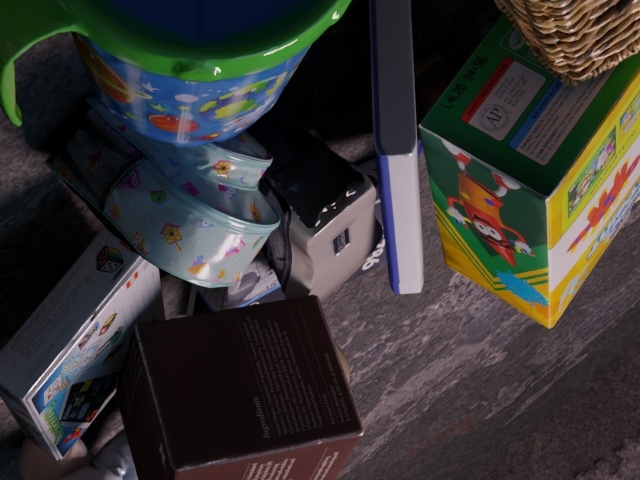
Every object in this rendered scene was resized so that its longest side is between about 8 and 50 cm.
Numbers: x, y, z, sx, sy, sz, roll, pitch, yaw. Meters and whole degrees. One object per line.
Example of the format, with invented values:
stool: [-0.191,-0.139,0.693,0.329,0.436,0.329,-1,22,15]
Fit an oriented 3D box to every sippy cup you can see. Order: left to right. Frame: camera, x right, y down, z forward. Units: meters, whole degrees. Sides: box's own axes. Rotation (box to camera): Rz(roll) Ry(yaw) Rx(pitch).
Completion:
sippy cup: [-0.096,-0.187,1.172,0.306,0.240,0.224,6,159,-5]

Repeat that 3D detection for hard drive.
hard drive: [0.080,-0.104,1.593,0.040,0.210,0.318,-3,155,4]

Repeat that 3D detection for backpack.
backpack: [-0.125,-0.051,1.391,0.144,0.188,0.166,-47,155,18]

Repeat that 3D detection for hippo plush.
hippo plush: [-0.181,0.276,1.847,0.236,0.234,0.294,-40,156,6]

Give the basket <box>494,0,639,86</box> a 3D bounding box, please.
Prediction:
basket: [0.272,-0.329,1.424,0.299,0.213,0.223,-36,152,3]

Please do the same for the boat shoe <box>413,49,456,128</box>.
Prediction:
boat shoe: [0.139,-0.150,1.758,0.064,0.060,0.178,-38,157,-3]

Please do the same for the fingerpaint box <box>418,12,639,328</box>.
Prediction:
fingerpaint box: [0.303,-0.175,1.683,0.444,0.163,0.371,-53,160,-13]

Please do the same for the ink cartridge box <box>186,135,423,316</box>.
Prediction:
ink cartridge box: [0.000,0.000,1.829,0.333,0.065,0.165,-28,154,-26]

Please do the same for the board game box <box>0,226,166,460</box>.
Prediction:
board game box: [-0.235,0.106,1.555,0.193,0.053,0.305,-52,171,-17]

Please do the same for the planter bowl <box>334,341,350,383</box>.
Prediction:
planter bowl: [-0.057,0.149,1.927,0.162,0.162,0.109,-34,129,-10]

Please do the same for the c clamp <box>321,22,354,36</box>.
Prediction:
c clamp: [-0.024,-0.227,1.437,0.137,0.022,0.160,-25,155,-17]

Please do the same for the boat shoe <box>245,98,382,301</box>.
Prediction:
boat shoe: [-0.028,-0.042,1.610,0.127,0.158,0.340,-40,167,-14]

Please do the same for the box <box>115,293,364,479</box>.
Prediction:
box: [-0.088,0.178,1.606,0.203,0.167,0.168,-8,153,-20]
